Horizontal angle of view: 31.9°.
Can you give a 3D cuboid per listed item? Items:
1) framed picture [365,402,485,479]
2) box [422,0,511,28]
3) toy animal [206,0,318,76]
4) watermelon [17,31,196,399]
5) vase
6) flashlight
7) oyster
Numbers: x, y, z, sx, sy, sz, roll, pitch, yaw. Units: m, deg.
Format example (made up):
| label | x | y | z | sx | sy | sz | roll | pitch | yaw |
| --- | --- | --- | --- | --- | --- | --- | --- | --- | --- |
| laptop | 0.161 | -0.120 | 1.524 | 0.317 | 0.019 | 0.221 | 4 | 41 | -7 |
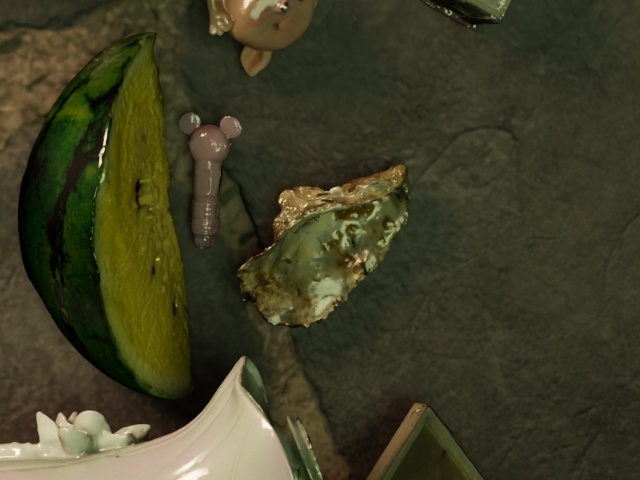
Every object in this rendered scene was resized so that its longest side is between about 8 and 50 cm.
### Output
| label | x | y | z | sx | sy | sz | roll | pitch | yaw |
| --- | --- | --- | --- | --- | --- | --- | --- | --- | --- |
| framed picture | 0.112 | 0.330 | 1.000 | 0.232 | 0.024 | 0.315 | -52 | 121 | -28 |
| box | 0.132 | -0.223 | 0.920 | 0.060 | 0.063 | 0.085 | 25 | 94 | -20 |
| toy animal | -0.056 | -0.207 | 0.860 | 0.083 | 0.089 | 0.150 | -25 | 114 | 12 |
| watermelon | -0.157 | -0.002 | 0.867 | 0.129 | 0.123 | 0.301 | -18 | 112 | -36 |
| vase | -0.207 | 0.248 | 0.815 | 0.445 | 0.250 | 0.250 | -22 | 109 | -4 |
| flashlight | -0.091 | -0.048 | 0.907 | 0.052 | 0.031 | 0.110 | 6 | 106 | 5 |
| oyster | 0.007 | -0.004 | 0.937 | 0.177 | 0.056 | 0.105 | -46 | 123 | -2 |
